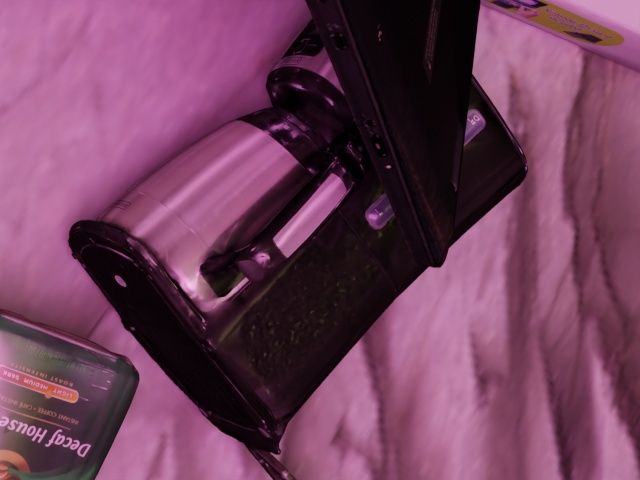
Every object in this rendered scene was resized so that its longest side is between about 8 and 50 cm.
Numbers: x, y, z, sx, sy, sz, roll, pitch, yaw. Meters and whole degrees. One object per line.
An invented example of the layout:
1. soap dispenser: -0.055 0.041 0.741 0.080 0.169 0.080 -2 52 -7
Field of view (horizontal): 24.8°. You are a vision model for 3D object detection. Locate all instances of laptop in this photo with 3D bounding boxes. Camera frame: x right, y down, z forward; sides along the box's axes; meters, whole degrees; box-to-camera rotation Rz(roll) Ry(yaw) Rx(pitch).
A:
1. laptop: -0.083 -0.253 0.539 0.408 0.236 0.382 63 31 -53

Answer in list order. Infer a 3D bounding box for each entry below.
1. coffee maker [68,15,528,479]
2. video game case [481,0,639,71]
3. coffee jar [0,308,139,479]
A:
1. coffee maker: 0.000 0.000 0.675 0.178 0.120 0.171 -43 134 -19
2. video game case: 0.206 -0.227 0.796 0.244 0.061 0.270 17 84 -29
3. coffee jar: -0.150 0.121 0.604 0.096 0.079 0.184 23 81 -27
